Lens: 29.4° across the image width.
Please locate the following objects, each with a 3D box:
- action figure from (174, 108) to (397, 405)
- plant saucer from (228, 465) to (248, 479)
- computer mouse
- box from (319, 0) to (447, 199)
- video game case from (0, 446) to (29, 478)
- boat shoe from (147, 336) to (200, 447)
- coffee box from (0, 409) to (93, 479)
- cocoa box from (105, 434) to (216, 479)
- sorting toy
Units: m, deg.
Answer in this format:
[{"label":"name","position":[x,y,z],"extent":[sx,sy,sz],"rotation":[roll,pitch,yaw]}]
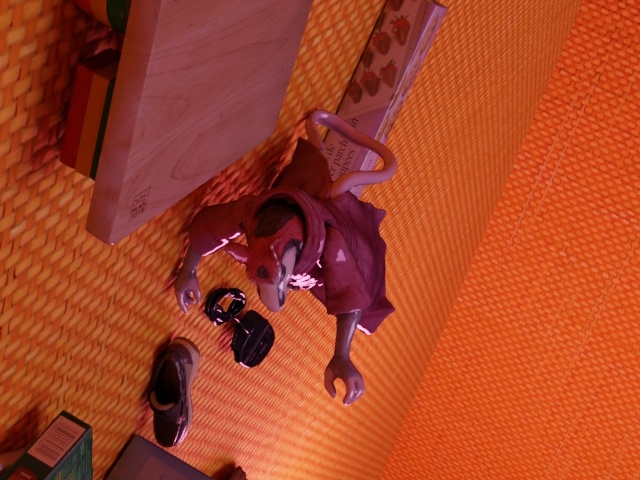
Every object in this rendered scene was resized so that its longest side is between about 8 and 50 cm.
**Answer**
[{"label":"action figure","position":[0.000,0.000,1.306],"extent":[0.275,0.248,0.370],"rotation":[-63,168,2]},{"label":"plant saucer","position":[-0.170,0.500,1.968],"extent":[0.278,0.041,0.278],"rotation":[21,90,-86]},{"label":"computer mouse","position":[-0.111,0.107,1.566],"extent":[0.071,0.041,0.242],"rotation":[-57,159,-12]},{"label":"box","position":[0.064,-0.169,1.576],"extent":[0.324,0.063,0.067],"rotation":[-65,164,15]},{"label":"video game case","position":[-0.319,0.284,1.191],"extent":[0.183,0.023,0.201],"rotation":[-63,167,4]},{"label":"boat shoe","position":[-0.180,0.183,1.430],"extent":[0.049,0.056,0.152],"rotation":[-33,139,-53]},{"label":"coffee box","position":[-0.281,0.256,1.133],"extent":[0.184,0.040,0.113],"rotation":[-51,163,-38]},{"label":"cocoa box","position":[-0.205,0.455,1.480],"extent":[0.347,0.231,0.228],"rotation":[-57,163,-16]},{"label":"sorting toy","position":[-0.103,-0.165,0.951],"extent":[0.257,0.089,0.255],"rotation":[-41,155,-53]}]
